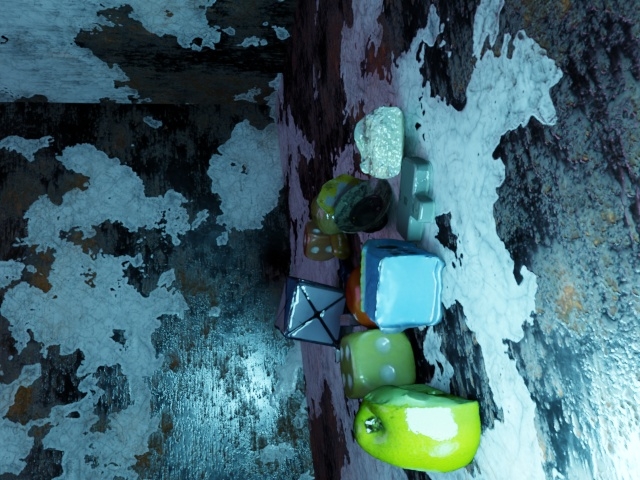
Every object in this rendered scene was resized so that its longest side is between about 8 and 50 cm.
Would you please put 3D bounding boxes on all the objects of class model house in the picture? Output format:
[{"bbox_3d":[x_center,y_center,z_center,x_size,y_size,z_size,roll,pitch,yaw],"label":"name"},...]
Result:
[{"bbox_3d":[0.224,0.130,1.425,0.303,0.215,0.238,-145,54,-68],"label":"model house"},{"bbox_3d":[0.096,-0.158,1.876,0.136,0.219,0.208,99,-177,-69],"label":"model house"}]

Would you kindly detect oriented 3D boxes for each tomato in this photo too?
[{"bbox_3d":[0.193,0.210,1.694,0.259,0.179,0.260,174,90,-74],"label":"tomato"}]

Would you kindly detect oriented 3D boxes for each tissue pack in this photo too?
[{"bbox_3d":[0.160,0.354,1.993,0.155,0.115,0.065,142,124,-72],"label":"tissue pack"}]

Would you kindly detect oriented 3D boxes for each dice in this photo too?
[{"bbox_3d":[0.200,0.455,1.634,0.238,0.226,0.234,116,151,-66],"label":"dice"},{"bbox_3d":[0.000,0.000,2.414,0.174,0.179,0.175,-101,19,-52],"label":"dice"}]

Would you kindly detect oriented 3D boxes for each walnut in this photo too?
[{"bbox_3d":[0.059,-0.133,2.113,0.228,0.227,0.228,176,90,-76],"label":"walnut"}]

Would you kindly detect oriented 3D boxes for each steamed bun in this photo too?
[{"bbox_3d":[0.199,-0.322,1.491,0.200,0.170,0.226,-36,-55,-77],"label":"steamed bun"}]

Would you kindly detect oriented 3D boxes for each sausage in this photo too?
[{"bbox_3d":[0.087,-0.015,2.225,0.271,0.108,0.109,-106,19,-45],"label":"sausage"}]

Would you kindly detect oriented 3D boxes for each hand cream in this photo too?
[{"bbox_3d":[0.116,0.094,2.257,0.271,0.061,0.120,-98,8,-50],"label":"hand cream"}]

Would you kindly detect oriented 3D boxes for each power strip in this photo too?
[{"bbox_3d":[0.304,-0.118,1.402,0.194,0.059,0.265,-113,23,-64],"label":"power strip"}]

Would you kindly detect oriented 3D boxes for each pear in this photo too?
[{"bbox_3d":[0.251,0.543,1.283,0.342,0.317,0.239,139,131,-75],"label":"pear"}]

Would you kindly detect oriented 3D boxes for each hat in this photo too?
[{"bbox_3d":[0.186,-0.101,1.718,0.128,0.265,0.266,50,-169,-37],"label":"hat"}]

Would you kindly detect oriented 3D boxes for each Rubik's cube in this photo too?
[{"bbox_3d":[-0.050,0.360,2.331,0.307,0.309,0.306,-178,100,-76],"label":"Rubik's cube"}]

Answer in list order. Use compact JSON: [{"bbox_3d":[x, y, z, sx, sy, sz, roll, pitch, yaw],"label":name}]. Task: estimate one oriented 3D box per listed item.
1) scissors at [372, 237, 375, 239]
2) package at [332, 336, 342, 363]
[{"bbox_3d":[0.221,0.132,1.885,0.109,0.022,0.301,-139,48,-66],"label":"scissors"},{"bbox_3d":[0.089,0.531,2.451,0.270,0.071,0.194,-89,9,-53],"label":"package"}]
